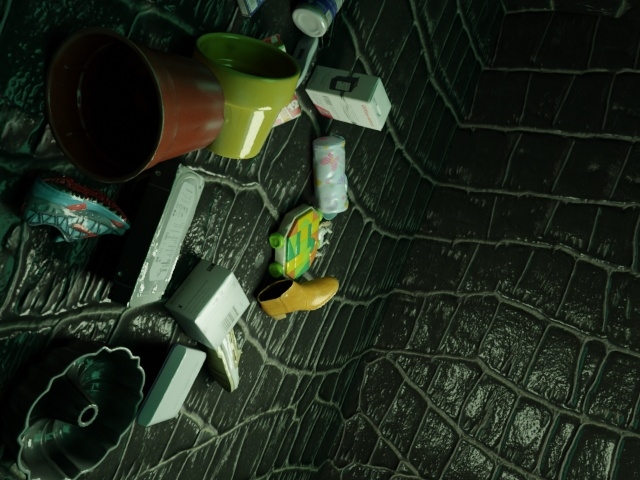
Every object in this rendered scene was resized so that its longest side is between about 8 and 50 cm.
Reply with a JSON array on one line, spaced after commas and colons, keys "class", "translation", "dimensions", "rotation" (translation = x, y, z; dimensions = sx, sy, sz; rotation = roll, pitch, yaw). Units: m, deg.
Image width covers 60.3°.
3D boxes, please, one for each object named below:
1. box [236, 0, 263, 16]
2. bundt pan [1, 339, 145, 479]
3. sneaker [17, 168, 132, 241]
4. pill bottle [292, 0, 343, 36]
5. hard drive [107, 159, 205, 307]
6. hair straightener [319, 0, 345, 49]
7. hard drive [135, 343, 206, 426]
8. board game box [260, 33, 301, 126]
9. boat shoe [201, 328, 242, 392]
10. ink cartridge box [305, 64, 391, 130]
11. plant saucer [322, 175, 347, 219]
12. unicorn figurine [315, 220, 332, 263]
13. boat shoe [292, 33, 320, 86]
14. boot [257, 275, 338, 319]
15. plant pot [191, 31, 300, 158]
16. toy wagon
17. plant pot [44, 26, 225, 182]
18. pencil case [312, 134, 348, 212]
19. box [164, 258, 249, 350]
[{"class": "box", "translation": [-0.151, -0.698, 1.401], "dimensions": [0.225, 0.036, 0.136], "rotation": [-57, 151, -23]}, {"class": "bundt pan", "translation": [-0.565, 0.369, 1.243], "dimensions": [0.331, 0.124, 0.331], "rotation": [-44, 144, -44]}, {"class": "sneaker", "translation": [-0.504, -0.052, 1.132], "dimensions": [0.125, 0.104, 0.262], "rotation": [-47, 153, 2]}, {"class": "pill bottle", "translation": [0.006, -0.704, 1.615], "dimensions": [0.187, 0.112, 0.112], "rotation": [-62, 153, -17]}, {"class": "hard drive", "translation": [-0.379, -0.016, 1.306], "dimensions": [0.237, 0.064, 0.339], "rotation": [57, 54, -87]}, {"class": "hair straightener", "translation": [0.027, -0.715, 1.738], "dimensions": [0.089, 0.047, 0.231], "rotation": [0, 112, -63]}, {"class": "hard drive", "translation": [-0.404, 0.398, 1.531], "dimensions": [0.319, 0.040, 0.210], "rotation": [100, 15, -76]}, {"class": "board game box", "translation": [-0.139, -0.437, 1.544], "dimensions": [0.124, 0.039, 0.259], "rotation": [-25, 138, -9]}, {"class": "boat shoe", "translation": [-0.301, 0.367, 1.764], "dimensions": [0.103, 0.113, 0.302], "rotation": [-41, 141, -36]}, {"class": "ink cartridge box", "translation": [0.095, -0.467, 1.808], "dimensions": [0.100, 0.237, 0.172], "rotation": [-65, 154, -10]}, {"class": "plant saucer", "translation": [0.041, -0.178, 2.135], "dimensions": [0.195, 0.037, 0.195], "rotation": [-41, 141, -45]}, {"class": "unicorn figurine", "translation": [0.000, 0.000, 2.169], "dimensions": [0.111, 0.060, 0.162], "rotation": [-16, 105, -59]}, {"class": "boat shoe", "translation": [-0.061, -0.520, 1.664], "dimensions": [0.229, 0.080, 0.076], "rotation": [-70, 154, -18]}, {"class": "boot", "translation": [-0.073, 0.182, 1.967], "dimensions": [0.295, 0.104, 0.211], "rotation": [-27, 154, -7]}, {"class": "plant pot", "translation": [-0.198, -0.342, 1.347], "dimensions": [0.254, 0.254, 0.239], "rotation": [-35, 152, -50]}, {"class": "toy wagon", "translation": [-0.086, 0.041, 2.005], "dimensions": [0.267, 0.068, 0.345], "rotation": [-36, 138, -49]}, {"class": "plant pot", "translation": [-0.344, -0.269, 1.102], "dimensions": [0.265, 0.272, 0.273], "rotation": [-32, 136, -64]}, {"class": "pencil case", "translation": [0.038, -0.232, 1.959], "dimensions": [0.124, 0.113, 0.273], "rotation": [-12, 115, -14]}, {"class": "box", "translation": [-0.321, 0.185, 1.590], "dimensions": [0.181, 0.119, 0.182], "rotation": [-56, 150, -27]}]
